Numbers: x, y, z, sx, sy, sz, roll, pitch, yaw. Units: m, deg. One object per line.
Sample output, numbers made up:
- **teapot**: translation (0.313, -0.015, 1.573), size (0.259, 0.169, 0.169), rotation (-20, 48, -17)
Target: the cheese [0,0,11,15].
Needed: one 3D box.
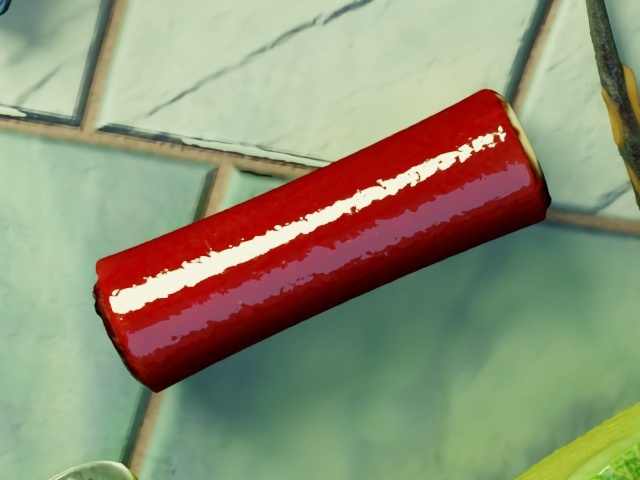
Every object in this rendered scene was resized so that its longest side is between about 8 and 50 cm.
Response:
- **cheese**: translation (-0.154, -0.238, 0.767), size (0.204, 0.083, 0.320), rotation (21, 126, 5)

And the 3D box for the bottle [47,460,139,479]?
- **bottle**: translation (-0.086, 0.258, 1.091), size (0.082, 0.082, 0.286), rotation (-25, 123, 1)

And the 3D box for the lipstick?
- **lipstick**: translation (0.000, 0.000, 0.964), size (0.241, 0.080, 0.080), rotation (-25, 123, 0)

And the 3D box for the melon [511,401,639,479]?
- **melon**: translation (0.151, 0.185, 1.086), size (0.323, 0.124, 0.196), rotation (-39, 129, 12)

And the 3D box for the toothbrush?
- **toothbrush**: translation (0.172, -0.063, 1.003), size (0.031, 0.023, 0.321), rotation (-16, 122, -1)
